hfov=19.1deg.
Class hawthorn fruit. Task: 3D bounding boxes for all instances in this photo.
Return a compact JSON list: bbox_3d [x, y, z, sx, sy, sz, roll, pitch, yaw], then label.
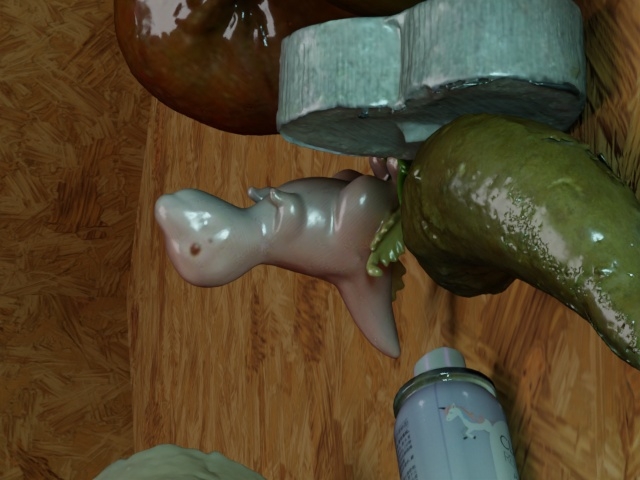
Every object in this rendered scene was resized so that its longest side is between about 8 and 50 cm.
[{"bbox_3d":[-0.036,-0.196,1.479,0.262,0.258,0.258,37,-135,-57],"label":"hawthorn fruit"}]

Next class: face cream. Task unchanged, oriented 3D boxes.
[{"bbox_3d":[0.088,0.163,1.162,0.075,0.075,0.229,104,164,-46],"label":"face cream"}]

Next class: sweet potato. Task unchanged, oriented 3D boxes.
[{"bbox_3d":[0.104,-0.013,1.041,0.098,0.124,0.310,-44,15,-6],"label":"sweet potato"}]

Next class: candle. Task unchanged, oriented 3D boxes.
[{"bbox_3d":[0.078,-0.089,1.114,0.168,0.192,0.068,18,-111,-56],"label":"candle"}]

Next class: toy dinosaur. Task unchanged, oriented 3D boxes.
[{"bbox_3d":[0.003,0.003,1.320,0.194,0.177,0.152,49,175,-22],"label":"toy dinosaur"}]

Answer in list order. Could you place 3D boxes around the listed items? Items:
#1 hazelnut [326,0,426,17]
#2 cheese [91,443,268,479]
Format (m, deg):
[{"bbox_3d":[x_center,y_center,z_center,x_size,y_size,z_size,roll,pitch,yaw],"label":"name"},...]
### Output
[{"bbox_3d":[0.048,-0.257,1.105,0.217,0.217,0.251,-121,50,-71],"label":"hazelnut"},{"bbox_3d":[-0.108,0.350,1.620,0.153,0.292,0.332,-124,49,-72],"label":"cheese"}]
